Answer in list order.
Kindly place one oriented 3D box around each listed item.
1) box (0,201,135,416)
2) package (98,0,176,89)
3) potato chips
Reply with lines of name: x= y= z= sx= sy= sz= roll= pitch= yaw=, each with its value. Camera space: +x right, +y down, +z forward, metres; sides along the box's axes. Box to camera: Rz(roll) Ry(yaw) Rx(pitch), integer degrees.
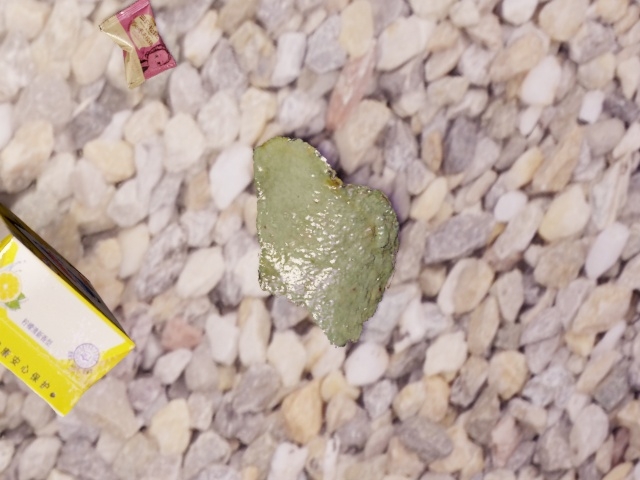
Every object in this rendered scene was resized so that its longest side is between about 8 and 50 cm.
box: x=-0.294 y=0.054 z=1.723 sx=0.168 sy=0.265 sz=0.097 roll=44 pitch=87 yaw=-19
package: x=-0.188 y=-0.201 z=1.811 sx=0.059 sy=0.029 sz=0.083 roll=-31 pitch=120 yaw=-13
potato chips: x=-0.001 y=-0.004 z=1.893 sx=0.228 sy=0.059 sz=0.167 roll=41 pitch=101 yaw=-19
